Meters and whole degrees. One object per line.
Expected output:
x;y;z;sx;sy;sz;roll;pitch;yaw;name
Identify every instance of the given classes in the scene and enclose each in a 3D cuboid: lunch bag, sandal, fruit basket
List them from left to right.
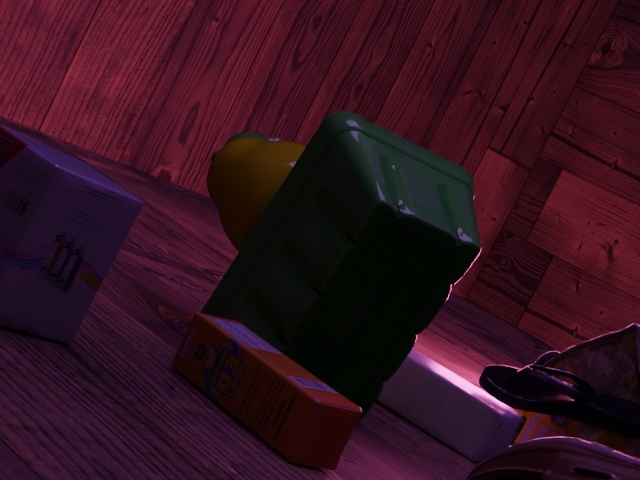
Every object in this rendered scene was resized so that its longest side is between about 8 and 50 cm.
0.000;0.000;1.927;0.283;0.392;0.392;24;5;-27;fruit basket
0.355;0.216;2.075;0.254;0.054;0.097;14;21;10;sandal
0.452;0.264;2.315;0.287;0.169;0.235;-26;-34;35;lunch bag

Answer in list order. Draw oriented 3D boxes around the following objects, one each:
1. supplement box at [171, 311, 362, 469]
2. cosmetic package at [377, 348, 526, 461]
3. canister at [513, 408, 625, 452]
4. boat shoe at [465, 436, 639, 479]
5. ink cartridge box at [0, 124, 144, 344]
-0.064;0.162;1.591;0.080;0.078;0.233;18;9;-43;supplement box
0.167;0.229;2.079;0.231;0.085;0.117;32;6;29;cosmetic package
0.355;0.295;2.126;0.073;0.126;0.170;23;8;-34;canister
0.287;0.285;1.546;0.324;0.123;0.116;-4;11;36;boat shoe
-0.299;-0.003;1.510;0.128;0.176;0.127;32;5;43;ink cartridge box
